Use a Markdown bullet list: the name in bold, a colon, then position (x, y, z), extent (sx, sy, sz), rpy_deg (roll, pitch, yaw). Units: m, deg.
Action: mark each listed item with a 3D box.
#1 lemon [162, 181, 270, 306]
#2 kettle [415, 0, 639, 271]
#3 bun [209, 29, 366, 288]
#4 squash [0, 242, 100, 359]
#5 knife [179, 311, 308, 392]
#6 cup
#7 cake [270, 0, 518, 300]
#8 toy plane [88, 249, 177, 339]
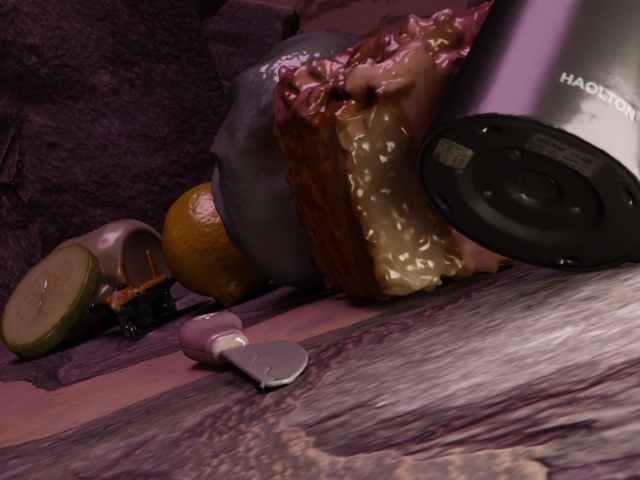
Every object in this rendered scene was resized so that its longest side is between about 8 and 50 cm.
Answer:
- **lemon**: position (-0.151, 0.003, 1.798), extent (0.187, 0.187, 0.244), rpy_deg (-18, 38, 4)
- **kettle**: position (0.257, -0.146, 1.018), extent (0.262, 0.203, 0.308), rpy_deg (11, 58, 25)
- **bun**: position (-0.026, -0.110, 1.574), extent (0.211, 0.362, 0.362), rpy_deg (10, 12, 14)
- **squash**: position (-0.462, 0.101, 1.987), extent (0.219, 0.041, 0.219), rpy_deg (-31, 35, 25)
- **knife**: position (-0.066, 0.111, 1.124), extent (0.081, 0.043, 0.336), rpy_deg (-13, 9, -19)
- **cup**: position (-0.409, 0.070, 2.104), extent (0.202, 0.173, 0.255), rpy_deg (-17, 3, 37)
- **cake**: position (0.127, -0.106, 1.288), extent (0.307, 0.293, 0.314), rpy_deg (-22, 11, -12)
- **toy plane**: position (-0.282, 0.096, 1.792), extent (0.204, 0.103, 0.316), rpy_deg (-21, 11, 1)
